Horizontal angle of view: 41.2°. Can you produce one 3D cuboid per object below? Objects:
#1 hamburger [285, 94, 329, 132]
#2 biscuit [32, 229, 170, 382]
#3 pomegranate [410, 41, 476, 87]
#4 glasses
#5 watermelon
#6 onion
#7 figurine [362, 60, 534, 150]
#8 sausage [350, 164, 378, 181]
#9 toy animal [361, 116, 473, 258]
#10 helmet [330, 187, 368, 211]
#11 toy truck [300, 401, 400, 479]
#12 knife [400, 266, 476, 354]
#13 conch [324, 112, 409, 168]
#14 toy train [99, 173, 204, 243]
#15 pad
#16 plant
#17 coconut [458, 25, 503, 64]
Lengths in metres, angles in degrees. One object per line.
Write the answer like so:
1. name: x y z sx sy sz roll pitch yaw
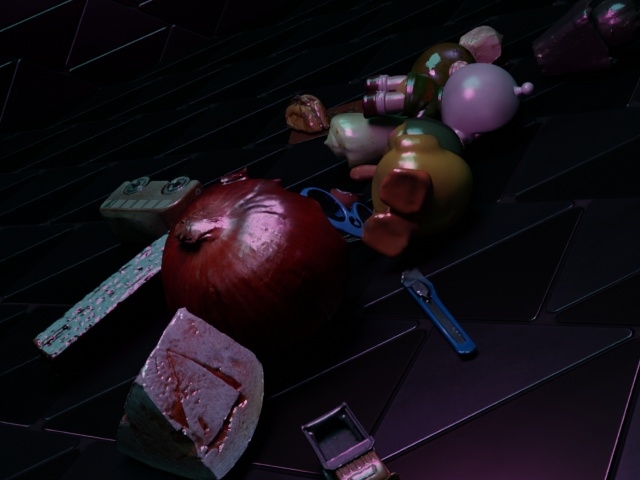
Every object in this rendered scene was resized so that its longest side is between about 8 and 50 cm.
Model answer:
1. hamburger: -0.036 -0.362 2.352 0.087 0.102 0.176 -22 25 -24
2. biscuit: -0.404 0.125 1.742 0.073 0.107 0.388 36 64 24
3. pomegranate: 0.310 -0.378 2.082 0.179 0.179 0.210 -21 59 3
4. glasses: 0.002 -0.037 1.695 0.207 0.239 0.102 -5 76 40
5. watermelon: -0.236 0.244 1.348 0.262 0.201 0.212 -5 44 38
6. onion: -0.123 0.063 1.497 0.341 0.341 0.341 -18 29 10
7. figurine: 0.283 -0.312 1.904 0.370 0.167 0.281 5 57 11
8. sausage: 0.146 -0.151 1.926 0.186 0.043 0.043 5 39 41
9. toy animal: 0.202 -0.115 1.675 0.191 0.216 0.338 18 32 3
10. helmet: 0.059 -0.085 1.866 0.084 0.049 0.065 10 1 6
11. toy truck: 0.042 0.303 1.165 0.083 0.092 0.192 -27 29 -9
12. knife: 0.197 0.113 1.449 0.044 0.026 0.296 -15 26 -10
13. conch: 0.134 -0.251 2.027 0.251 0.143 0.137 -17 68 -15
14. toy train: -0.399 -0.073 2.101 0.326 0.129 0.159 3 43 39
15. pad: 0.043 -0.335 2.356 0.267 0.004 0.181 -15 29 16
16. plant: 0.635 -0.480 2.015 0.256 0.164 0.142 -26 21 27
17. coconut: 0.437 -0.518 2.277 0.124 0.110 0.110 -33 29 -4
